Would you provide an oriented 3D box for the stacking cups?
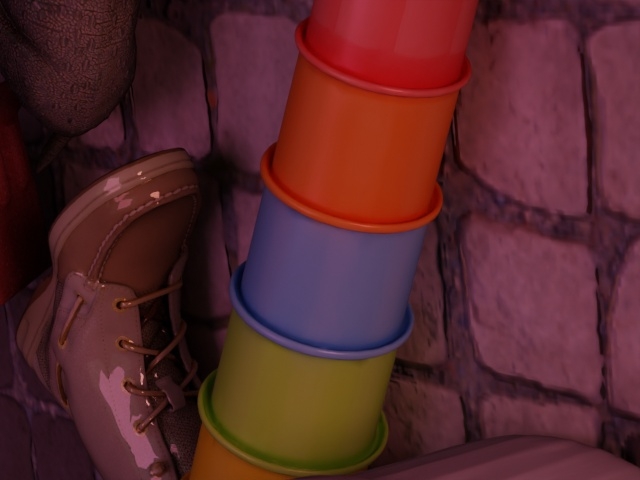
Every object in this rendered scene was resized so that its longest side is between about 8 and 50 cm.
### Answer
[{"bbox_3d":[0.000,0.000,0.737,0.096,0.096,0.316,36,127,39],"label":"stacking cups"}]

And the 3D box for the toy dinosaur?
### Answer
[{"bbox_3d":[-0.131,-0.130,0.835,0.313,0.121,0.160,-62,41,37],"label":"toy dinosaur"}]

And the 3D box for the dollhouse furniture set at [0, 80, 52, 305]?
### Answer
[{"bbox_3d":[-0.292,-0.119,0.906,0.201,0.152,0.374,1,116,20],"label":"dollhouse furniture set"}]

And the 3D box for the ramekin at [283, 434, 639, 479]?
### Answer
[{"bbox_3d":[0.072,0.212,0.683,0.277,0.135,0.277,20,117,46],"label":"ramekin"}]

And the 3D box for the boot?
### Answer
[{"bbox_3d":[-0.083,0.066,0.876,0.165,0.077,0.213,60,145,20],"label":"boot"}]
